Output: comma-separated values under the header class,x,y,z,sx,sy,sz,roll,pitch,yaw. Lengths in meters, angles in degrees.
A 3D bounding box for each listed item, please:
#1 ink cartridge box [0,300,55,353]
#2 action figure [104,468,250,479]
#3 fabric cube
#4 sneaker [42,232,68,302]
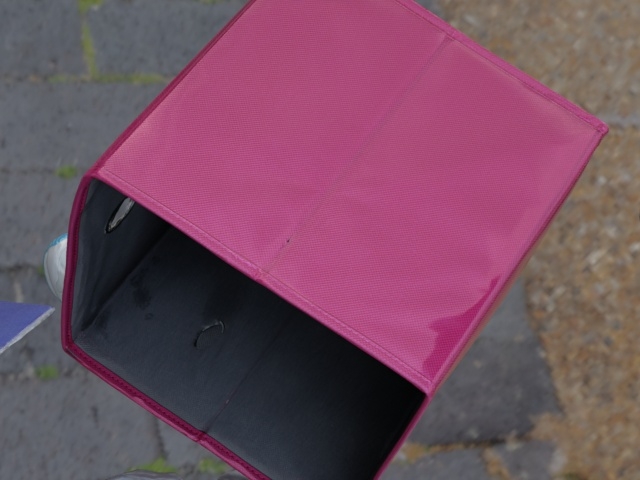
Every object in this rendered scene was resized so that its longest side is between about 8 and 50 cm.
class,x,y,z,sx,sy,sz,roll,pitch,yaw
ink cartridge box,-0.364,0.090,0.846,0.307,0.303,0.072,-47,127,-40
action figure,-0.068,0.328,1.105,0.178,0.341,0.330,-18,75,10
fabric cube,0.000,0.000,1.028,0.259,0.254,0.258,33,58,7
sneaker,-0.278,0.091,1.894,0.087,0.092,0.229,-36,114,-22
